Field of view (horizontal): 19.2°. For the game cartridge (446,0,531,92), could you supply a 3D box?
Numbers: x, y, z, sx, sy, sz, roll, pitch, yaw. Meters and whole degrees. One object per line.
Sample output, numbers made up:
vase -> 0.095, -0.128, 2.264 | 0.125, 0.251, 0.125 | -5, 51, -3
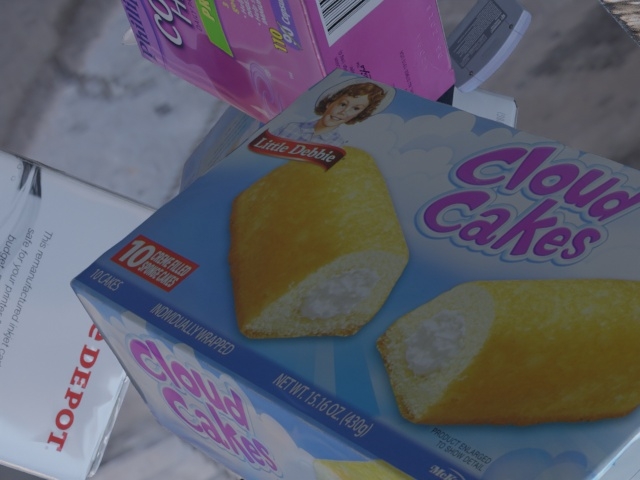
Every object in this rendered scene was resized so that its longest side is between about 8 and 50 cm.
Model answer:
game cartridge -> 0.130, -0.160, 1.507 | 0.017, 0.056, 0.083 | 25, 113, -40

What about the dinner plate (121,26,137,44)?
dinner plate -> -0.144, -0.238, 1.956 | 0.141, 0.017, 0.141 | -34, 179, -1

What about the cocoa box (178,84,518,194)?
cocoa box -> 0.000, 0.000, 1.748 | 0.228, 0.231, 0.347 | 15, 159, -14

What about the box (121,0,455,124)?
box -> -0.043, -0.201, 1.379 | 0.117, 0.243, 0.213 | -42, 141, -21

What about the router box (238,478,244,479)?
router box -> -0.007, 0.250, 1.745 | 0.133, 0.046, 0.179 | 30, 132, -29

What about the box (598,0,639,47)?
box -> 0.343, -0.327, 1.617 | 0.183, 0.294, 0.296 | -2, 175, 18

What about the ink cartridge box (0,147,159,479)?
ink cartridge box -> -0.206, 0.022, 1.026 | 0.160, 0.219, 0.092 | -68, -162, -1

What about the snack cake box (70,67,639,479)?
snack cake box -> 0.048, 0.037, 0.691 | 0.152, 0.264, 0.089 | -42, 127, -20
